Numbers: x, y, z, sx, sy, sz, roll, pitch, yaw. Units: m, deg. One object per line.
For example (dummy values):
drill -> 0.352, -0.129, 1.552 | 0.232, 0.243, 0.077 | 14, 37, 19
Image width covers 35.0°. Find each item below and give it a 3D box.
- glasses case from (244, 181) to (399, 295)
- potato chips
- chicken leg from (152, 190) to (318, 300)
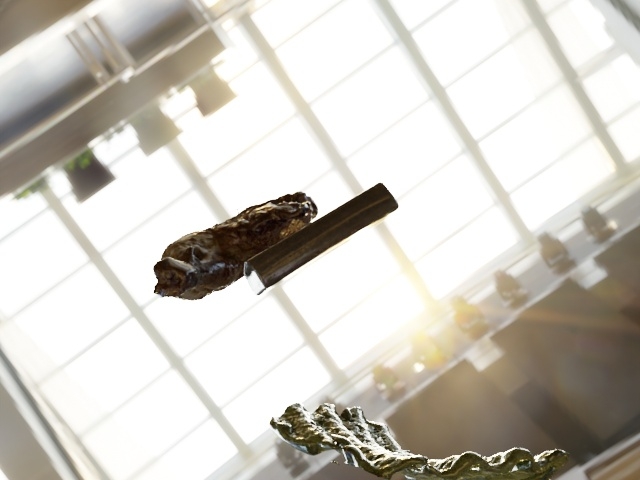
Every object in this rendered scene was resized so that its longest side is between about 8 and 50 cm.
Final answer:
glasses case -> 0.001, -0.001, 1.169 | 0.190, 0.042, 0.072 | -31, 169, -14
potato chips -> 0.151, 0.278, 1.234 | 0.389, 0.373, 0.097 | 5, -112, 48
chicken leg -> -0.105, 0.009, 1.222 | 0.322, 0.083, 0.177 | -29, -176, -40
